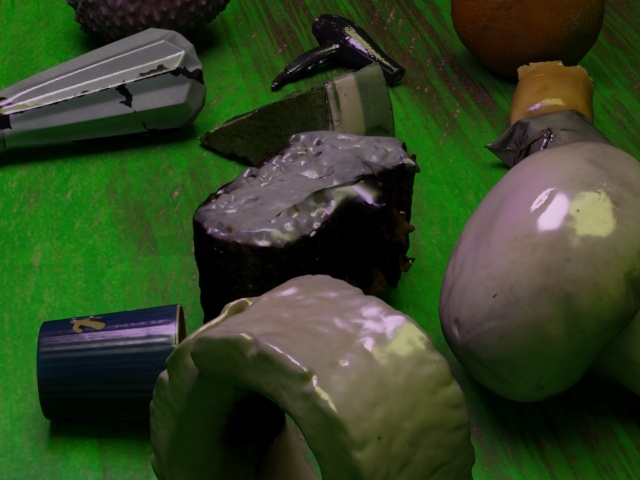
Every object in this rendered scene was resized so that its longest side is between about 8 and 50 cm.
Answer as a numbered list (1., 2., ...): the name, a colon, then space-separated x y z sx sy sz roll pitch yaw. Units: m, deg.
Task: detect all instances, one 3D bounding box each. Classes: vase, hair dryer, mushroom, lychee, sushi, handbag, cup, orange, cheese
1. vase: -0.355 -0.206 1.979 0.360 0.165 0.165 -18 38 -24
2. hair dryer: 0.008 -0.292 2.246 0.219 0.075 0.195 -32 55 -29
3. mushroom: 0.270 0.063 1.496 0.315 0.315 0.356 -7 61 -17
4. lychee: -0.295 -0.462 2.275 0.300 0.300 0.300 3 32 -2
5. sushi: 0.000 0.000 1.623 0.234 0.208 0.348 14 31 34
6. handbag: 0.356 -0.112 1.926 0.182 0.117 0.270 -13 28 -6
7. cup: -0.227 0.137 1.482 0.155 0.131 0.176 -2 3 -3
8. orange: 0.354 -0.398 2.263 0.264 0.264 0.264 3 32 -2
9. cheese: -0.015 0.190 1.208 0.153 0.332 0.292 -25 55 -38

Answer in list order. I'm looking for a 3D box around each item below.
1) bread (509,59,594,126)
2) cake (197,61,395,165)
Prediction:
1. bread: 0.371 -0.218 2.125 0.134 0.085 0.173 7 32 5
2. cake: -0.030 -0.136 1.989 0.283 0.172 0.158 -14 9 40
